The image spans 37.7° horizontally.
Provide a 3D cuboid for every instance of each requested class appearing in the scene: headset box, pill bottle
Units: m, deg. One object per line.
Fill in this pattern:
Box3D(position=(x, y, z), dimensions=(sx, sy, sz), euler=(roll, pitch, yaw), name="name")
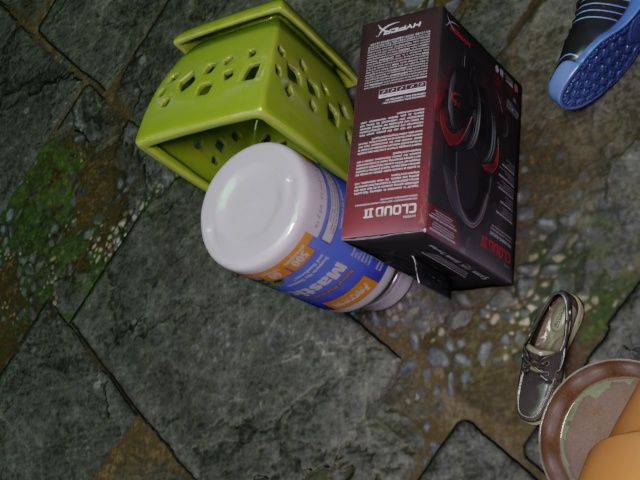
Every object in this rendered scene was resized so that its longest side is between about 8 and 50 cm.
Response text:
Box3D(position=(0.135, -0.082, 1.077), dimensions=(0.110, 0.218, 0.293), euler=(-6, 69, 35), name="headset box")
Box3D(position=(0.000, 0.000, 1.112), dimensions=(0.152, 0.272, 0.152), euler=(-15, 64, 33), name="pill bottle")

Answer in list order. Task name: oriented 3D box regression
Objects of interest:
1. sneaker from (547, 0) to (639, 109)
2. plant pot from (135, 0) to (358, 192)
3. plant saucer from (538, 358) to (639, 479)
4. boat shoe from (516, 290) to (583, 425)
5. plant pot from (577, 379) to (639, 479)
Box3D(position=(0.332, -0.259, 1.092), dimensions=(0.232, 0.081, 0.090), euler=(-50, 48, 2), name="sneaker")
Box3D(position=(-0.082, -0.187, 1.284), dimensions=(0.227, 0.228, 0.207), euler=(-9, 60, 34), name="plant pot")
Box3D(position=(0.308, 0.206, 0.961), dimensions=(0.168, 0.029, 0.168), euler=(-13, 66, 32), name="plant saucer")
Box3D(position=(0.243, 0.125, 1.027), dimensions=(0.056, 0.049, 0.152), euler=(11, 80, 39), name="boat shoe")
Box3D(position=(0.373, 0.180, 0.779), dimensions=(0.291, 0.291, 0.203), euler=(1, 58, 37), name="plant pot")
